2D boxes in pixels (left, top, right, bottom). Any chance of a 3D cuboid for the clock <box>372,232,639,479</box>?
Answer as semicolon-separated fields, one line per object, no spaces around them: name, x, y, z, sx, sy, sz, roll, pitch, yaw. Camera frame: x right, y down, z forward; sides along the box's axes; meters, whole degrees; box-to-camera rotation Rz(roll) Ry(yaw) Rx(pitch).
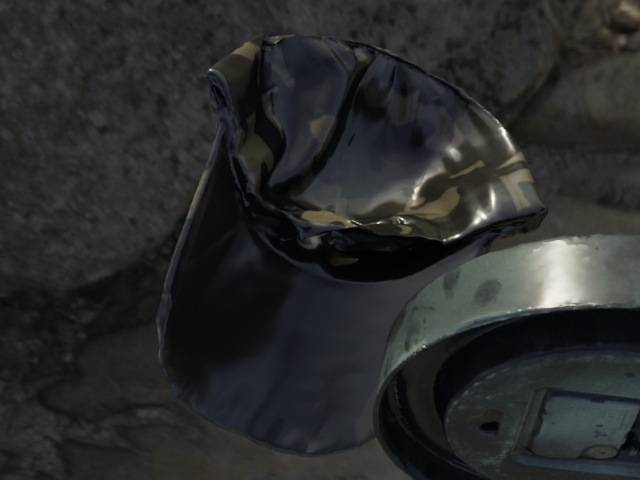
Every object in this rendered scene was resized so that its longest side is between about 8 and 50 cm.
clock;0.236;0.133;1.074;0.386;0.386;0.076;-1;52;10

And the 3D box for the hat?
hat;0.000;0.000;1.273;0.366;0.257;0.381;27;104;-11
